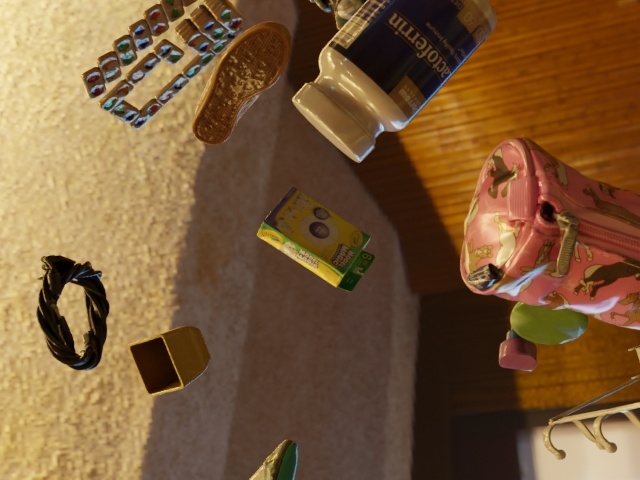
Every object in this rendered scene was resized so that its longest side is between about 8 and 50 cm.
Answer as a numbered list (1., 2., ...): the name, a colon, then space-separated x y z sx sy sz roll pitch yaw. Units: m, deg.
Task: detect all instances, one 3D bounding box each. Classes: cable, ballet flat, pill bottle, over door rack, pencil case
1. cable: -0.316 0.099 1.474 0.184 0.047 0.150 46 -150 -72
2. ballet flat: -0.091 0.462 1.993 0.077 0.079 0.221 46 -137 -56
3. pill bottle: 0.094 -0.241 1.479 0.153 0.264 0.153 42 -179 -1
4. over door rack: 0.547 0.259 1.817 0.324 0.239 0.108 -29 -87 -39
5. pencil case: 0.330 0.025 1.082 0.167 0.386 0.160 -88 19 -50

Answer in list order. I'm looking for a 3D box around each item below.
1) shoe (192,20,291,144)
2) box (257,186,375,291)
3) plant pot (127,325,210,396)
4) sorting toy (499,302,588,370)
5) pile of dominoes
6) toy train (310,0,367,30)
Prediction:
1. shoe: -0.104 -0.210 1.427 0.077 0.219 0.058 28 -135 -17
2. box: 0.000 0.000 1.797 0.179 0.043 0.105 34 -133 3
3. plant pot: -0.205 0.163 1.575 0.083 0.081 0.081 -25 -86 -50
4. sorting toy: 0.395 0.078 1.879 0.365 0.127 0.126 114 169 -49
5. pile of dominoes: -0.227 -0.267 1.658 0.040 0.251 0.196 52 -170 23
6. toy train: 0.064 -0.480 1.965 0.190 0.142 0.334 40 -149 -40
